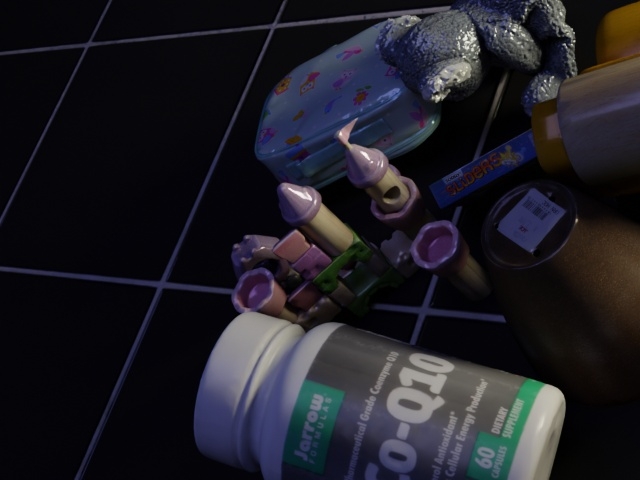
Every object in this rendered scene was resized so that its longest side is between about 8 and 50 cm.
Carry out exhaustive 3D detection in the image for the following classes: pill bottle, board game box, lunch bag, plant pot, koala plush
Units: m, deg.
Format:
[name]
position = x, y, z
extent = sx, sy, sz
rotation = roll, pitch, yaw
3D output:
[pill bottle]
position = 0.062, 0.205, 1.251
extent = 0.361, 0.204, 0.204
rotation = 14, 69, 19
[board game box]
position = 0.245, -0.102, 1.461
extent = 0.201, 0.136, 0.035
rotation = -29, 83, 19
[lunch bag]
position = 0.040, -0.184, 1.677
extent = 0.279, 0.108, 0.224
rotation = -24, 37, 26
[plant pot]
position = 0.274, 0.036, 1.265
extent = 0.215, 0.230, 0.215
rotation = -21, 49, 26
[koala plush]
position = 0.193, -0.255, 1.508
extent = 0.221, 0.203, 0.196
rotation = -21, 42, -10

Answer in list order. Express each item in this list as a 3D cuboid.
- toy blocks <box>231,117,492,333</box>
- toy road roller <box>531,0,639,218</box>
[toy blocks]
position = 0.000, 0.000, 1.489
extent = 0.288, 0.260, 0.309
rotation = -42, 44, 8
[toy road roller]
position = 0.370, -0.172, 1.271
extent = 0.202, 0.329, 0.240
rotation = -15, 75, 31
